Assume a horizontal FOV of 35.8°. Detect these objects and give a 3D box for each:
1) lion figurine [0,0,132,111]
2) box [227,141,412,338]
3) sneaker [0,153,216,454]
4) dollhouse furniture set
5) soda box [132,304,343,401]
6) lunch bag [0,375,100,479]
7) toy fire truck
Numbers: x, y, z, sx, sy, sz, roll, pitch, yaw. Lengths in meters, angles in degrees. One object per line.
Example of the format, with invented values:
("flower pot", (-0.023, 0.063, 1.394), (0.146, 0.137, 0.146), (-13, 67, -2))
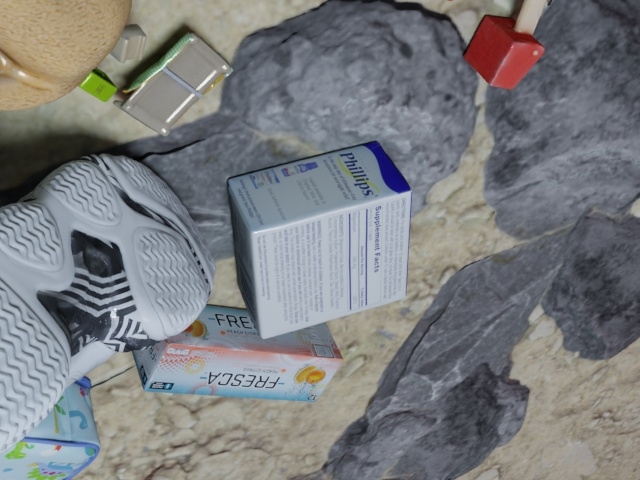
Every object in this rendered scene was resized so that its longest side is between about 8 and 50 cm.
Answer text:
("lion figurine", (-0.114, -0.187, 0.461), (0.240, 0.142, 0.392), (39, 72, -41))
("box", (0.000, 0.000, 0.831), (0.137, 0.072, 0.126), (-15, 135, -14))
("sneaker", (-0.221, 0.062, 0.651), (0.210, 0.366, 0.137), (-29, 96, 23))
("dollhouse furniture set", (-0.133, -0.134, 0.673), (0.076, 0.058, 0.152), (-45, 154, 6))
("soda box", (-0.074, 0.102, 0.899), (0.183, 0.058, 0.063), (10, 125, -33))
("lunch bag", (-0.304, 0.156, 0.784), (0.176, 0.090, 0.219), (-37, 145, 29))
("toy fire truck", (0.136, -0.212, 0.720), (0.135, 0.047, 0.192), (9, 124, -34))
